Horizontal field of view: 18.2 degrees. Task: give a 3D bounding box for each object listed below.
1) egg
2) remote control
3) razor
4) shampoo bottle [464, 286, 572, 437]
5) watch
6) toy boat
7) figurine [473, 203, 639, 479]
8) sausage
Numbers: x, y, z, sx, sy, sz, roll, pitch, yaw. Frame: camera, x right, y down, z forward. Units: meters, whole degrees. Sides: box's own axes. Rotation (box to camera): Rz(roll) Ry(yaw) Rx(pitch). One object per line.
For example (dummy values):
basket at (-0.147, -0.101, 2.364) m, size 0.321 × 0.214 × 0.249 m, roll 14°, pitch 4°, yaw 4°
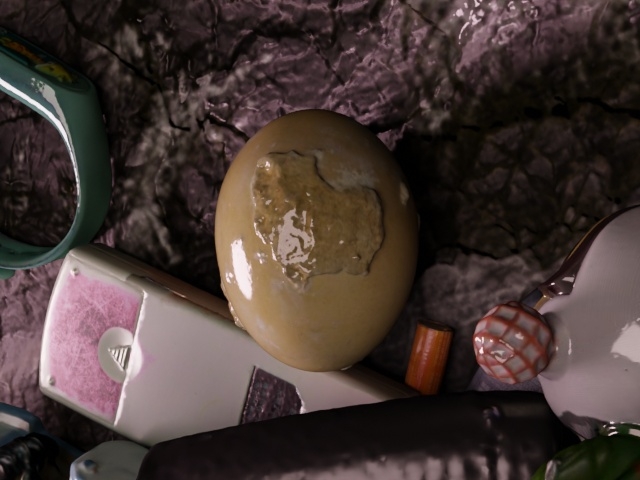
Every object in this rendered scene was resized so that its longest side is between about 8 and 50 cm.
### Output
egg at (-0.003, 0.000, 1.527) m, size 0.164 × 0.164 × 0.201 m, roll -1°, pitch 93°, yaw 26°
remote control at (-0.084, 0.123, 1.635) m, size 0.344 × 0.050 × 0.145 m, roll 25°, pitch 111°, yaw 26°
razor at (0.029, 0.216, 1.492) m, size 0.327 × 0.107 × 0.189 m, roll -8°, pitch 92°, yaw 13°
shampoo bottle at (0.144, 0.146, 1.541) m, size 0.087 × 0.049 × 0.233 m, roll 33°, pitch 111°, yaw 14°
watch at (-0.284, -0.082, 1.709) m, size 0.237 × 0.068 × 0.195 m, roll 31°, pitch 113°, yaw 14°
toy boat at (-0.224, 0.210, 1.670) m, size 0.332 × 0.145 × 0.133 m, roll 24°, pitch 121°, yaw 25°
figurine at (0.228, 0.128, 1.378) m, size 0.167 × 0.281 × 0.370 m, roll -14°, pitch 56°, yaw 55°
sausage at (0.081, 0.116, 1.578) m, size 0.031 × 0.031 × 0.107 m, roll 17°, pitch 107°, yaw 23°
